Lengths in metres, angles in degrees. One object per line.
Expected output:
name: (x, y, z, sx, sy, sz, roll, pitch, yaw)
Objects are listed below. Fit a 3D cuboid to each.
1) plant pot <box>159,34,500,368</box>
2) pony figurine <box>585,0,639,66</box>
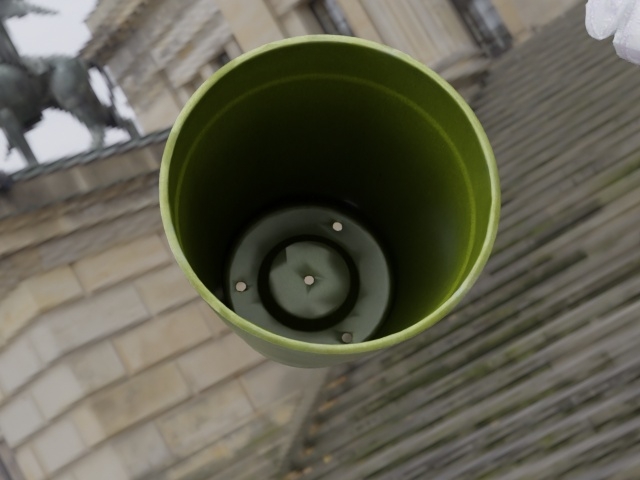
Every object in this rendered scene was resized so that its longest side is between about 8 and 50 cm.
plant pot: (0.000, 0.000, 1.492, 0.367, 0.366, 0.353, -28, -15, -13)
pony figurine: (0.351, -0.228, 0.680, 0.363, 0.303, 0.350, 6, -76, -45)
